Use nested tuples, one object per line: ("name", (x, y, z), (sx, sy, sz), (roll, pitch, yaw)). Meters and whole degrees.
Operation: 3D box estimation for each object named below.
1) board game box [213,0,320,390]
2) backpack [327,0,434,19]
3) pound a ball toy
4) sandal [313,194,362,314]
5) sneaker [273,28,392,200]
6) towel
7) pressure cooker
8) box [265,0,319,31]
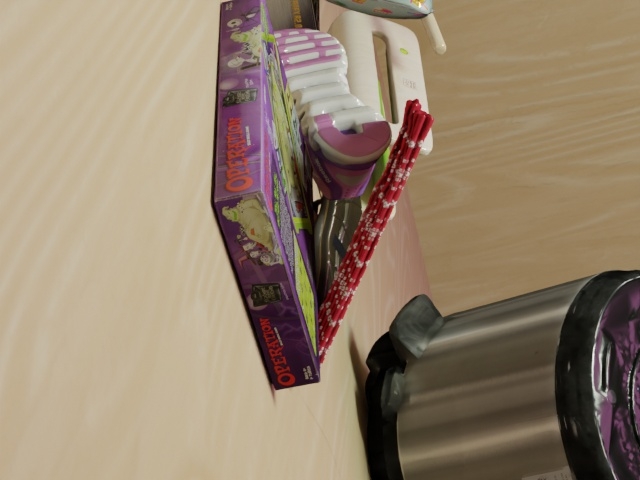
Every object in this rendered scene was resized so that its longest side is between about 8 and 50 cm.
("board game box", (-0.047, -0.052, 1.645), (0.347, 0.056, 0.208), (-92, 173, -56))
("backpack", (0.072, -0.320, 2.020), (0.188, 0.166, 0.144), (-59, 160, -77))
("pound a ball toy", (0.063, -0.211, 2.314), (0.319, 0.135, 0.208), (-94, -154, -49))
("sandal", (0.000, 0.000, 1.929), (0.090, 0.060, 0.219), (60, 33, -52))
("sneaker", (-0.004, -0.129, 1.902), (0.104, 0.095, 0.236), (96, -25, -43))
("towel", (0.043, -0.006, 1.746), (0.199, 0.031, 0.275), (-40, 155, -86))
("pressure cooker", (0.257, 0.242, 2.203), (0.375, 0.420, 0.370), (16, 64, -44))
("box", (-0.037, -0.362, 2.056), (0.183, 0.056, 0.231), (81, 7, -52))
